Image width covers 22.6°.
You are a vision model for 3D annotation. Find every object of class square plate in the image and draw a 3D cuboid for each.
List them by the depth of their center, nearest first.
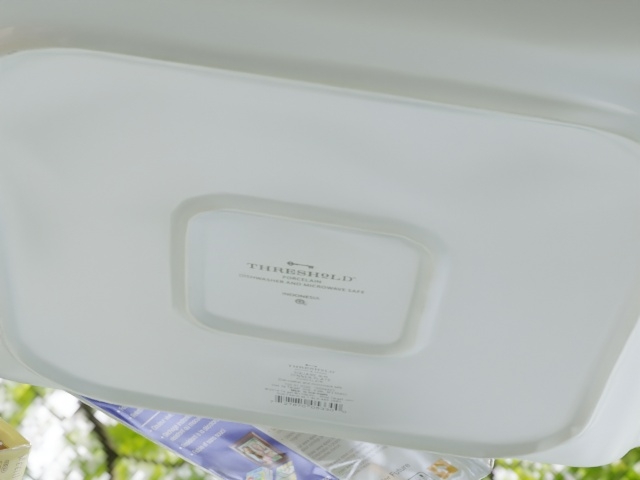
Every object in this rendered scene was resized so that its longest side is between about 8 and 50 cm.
[{"bbox_3d":[0.000,0.000,0.644,0.344,0.347,0.049,98,1,-57],"label":"square plate"}]

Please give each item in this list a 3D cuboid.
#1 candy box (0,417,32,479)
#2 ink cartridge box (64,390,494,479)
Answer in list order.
[{"bbox_3d":[-0.358,0.286,1.255,0.087,0.183,0.316,33,-68,32],"label":"candy box"},{"bbox_3d":[-0.064,0.101,1.184,0.176,0.371,0.069,-40,-153,41],"label":"ink cartridge box"}]
